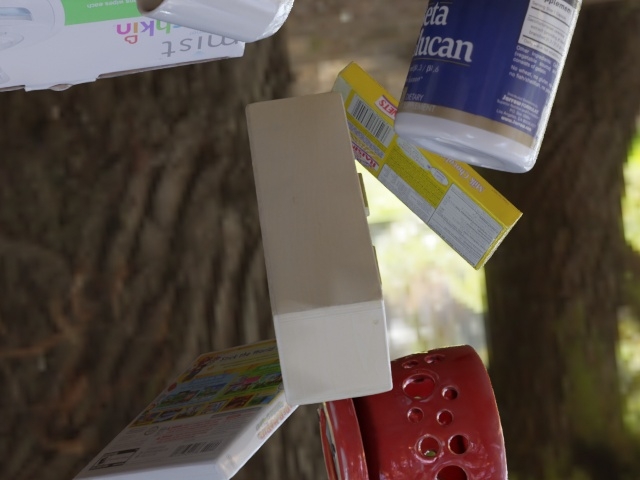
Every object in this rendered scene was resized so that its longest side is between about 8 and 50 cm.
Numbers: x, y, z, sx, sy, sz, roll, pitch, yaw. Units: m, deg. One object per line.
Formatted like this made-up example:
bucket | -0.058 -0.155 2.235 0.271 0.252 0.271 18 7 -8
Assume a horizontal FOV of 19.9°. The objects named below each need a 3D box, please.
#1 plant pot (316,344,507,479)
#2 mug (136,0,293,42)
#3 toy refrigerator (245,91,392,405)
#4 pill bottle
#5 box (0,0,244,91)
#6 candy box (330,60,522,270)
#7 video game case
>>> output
plant pot | 0.093 0.217 1.935 0.174 0.191 0.191 -10 179 -5
mug | -0.047 -0.133 0.891 0.064 0.078 0.062 21 135 -26
toy refrigerator | 0.000 0.000 1.484 0.094 0.102 0.269 -9 -140 -1
pill bottle | 0.112 -0.136 1.157 0.094 0.169 0.094 16 176 1
box | -0.200 -0.227 1.255 0.262 0.231 0.126 -8 145 -13
candy box | 0.087 -0.066 1.650 0.027 0.206 0.105 -44 173 -22
video game case | -0.099 0.159 1.677 0.227 0.026 0.206 -16 -158 48
